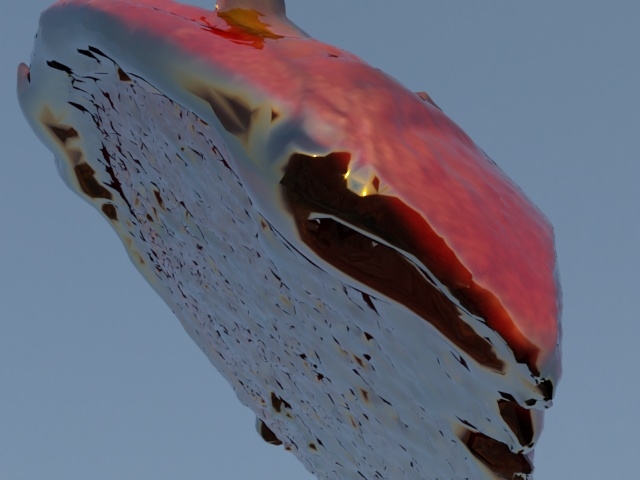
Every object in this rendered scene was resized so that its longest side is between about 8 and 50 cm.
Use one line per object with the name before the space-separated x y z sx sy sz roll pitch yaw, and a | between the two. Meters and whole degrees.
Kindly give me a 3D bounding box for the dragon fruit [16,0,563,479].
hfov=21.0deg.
dragon fruit | 0.000 0.000 0.627 0.282 0.100 0.343 40 -17 18
